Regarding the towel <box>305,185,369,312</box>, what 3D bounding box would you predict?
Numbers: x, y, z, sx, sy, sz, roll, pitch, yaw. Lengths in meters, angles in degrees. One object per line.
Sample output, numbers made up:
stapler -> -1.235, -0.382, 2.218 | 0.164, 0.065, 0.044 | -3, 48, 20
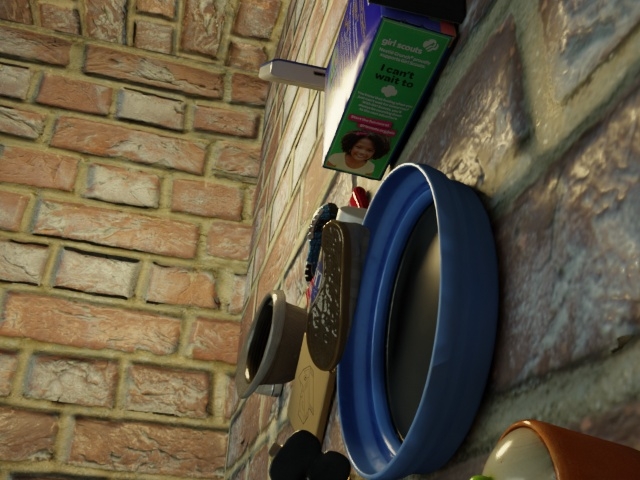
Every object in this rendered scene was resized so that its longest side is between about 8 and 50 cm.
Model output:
towel -> 0.032, 0.049, 1.280 | 0.199, 0.031, 0.275 | -99, 31, -59

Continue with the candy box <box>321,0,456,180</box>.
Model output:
candy box -> 0.098, -0.307, 1.121 | 0.317, 0.122, 0.268 | 112, 164, -51

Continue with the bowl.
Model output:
bowl -> 0.109, 0.099, 0.852 | 0.391, 0.077, 0.391 | -171, 90, -78

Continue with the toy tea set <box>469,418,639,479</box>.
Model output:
toy tea set -> 0.177, 0.161, 0.342 | 0.336, 0.124, 0.200 | 115, 161, -53

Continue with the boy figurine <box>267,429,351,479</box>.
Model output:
boy figurine -> 0.004, 0.360, 0.998 | 0.092, 0.177, 0.285 | -55, -19, -16

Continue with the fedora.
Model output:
fedora -> -0.098, 0.253, 1.609 | 0.244, 0.124, 0.275 | -113, 42, -65

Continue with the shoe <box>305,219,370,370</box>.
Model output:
shoe -> 0.030, 0.079, 0.946 | 0.076, 0.058, 0.219 | 22, 109, 47

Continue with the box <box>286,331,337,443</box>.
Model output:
box -> -0.020, 0.312, 1.361 | 0.164, 0.021, 0.201 | -134, 51, -62

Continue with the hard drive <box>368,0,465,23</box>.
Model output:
hard drive -> 0.135, -0.357, 0.941 | 0.022, 0.135, 0.094 | 118, 159, -61

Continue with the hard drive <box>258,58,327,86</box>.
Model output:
hard drive -> -0.024, -0.371, 1.538 | 0.319, 0.210, 0.040 | -127, 47, -74

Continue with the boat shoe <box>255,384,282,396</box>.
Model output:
boat shoe -> -0.139, 0.300, 1.873 | 0.095, 0.084, 0.258 | 121, 156, -62

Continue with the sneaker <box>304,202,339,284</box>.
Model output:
sneaker -> 0.000, 0.000, 1.490 | 0.083, 0.071, 0.191 | -94, 17, -68

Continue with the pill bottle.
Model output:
pill bottle -> 0.050, 0.045, 1.093 | 0.112, 0.112, 0.187 | -116, 38, -71
